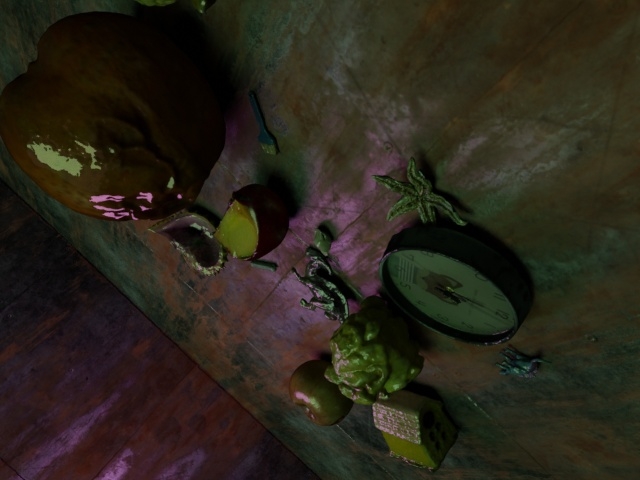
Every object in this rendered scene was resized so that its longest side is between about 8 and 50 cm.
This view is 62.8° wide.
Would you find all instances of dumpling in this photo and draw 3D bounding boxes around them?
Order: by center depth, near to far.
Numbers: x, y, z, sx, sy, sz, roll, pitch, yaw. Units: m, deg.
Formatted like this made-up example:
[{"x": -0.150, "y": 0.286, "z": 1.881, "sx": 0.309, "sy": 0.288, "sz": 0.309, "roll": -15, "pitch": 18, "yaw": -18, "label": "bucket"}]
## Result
[{"x": 0.001, "y": -0.001, "z": 1.362, "sx": 0.059, "sy": 0.043, "sz": 0.077, "roll": 32, "pitch": 168, "yaw": 50, "label": "dumpling"}]

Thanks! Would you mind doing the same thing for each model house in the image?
[{"x": 0.272, "y": 0.554, "z": 1.602, "sx": 0.194, "sy": 0.174, "sz": 0.234, "roll": 1, "pitch": 133, "yaw": 49, "label": "model house"}]

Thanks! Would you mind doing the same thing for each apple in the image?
[{"x": 0.006, "y": 0.538, "z": 1.873, "sx": 0.261, "sy": 0.194, "sz": 0.260, "roll": 32, "pitch": 149, "yaw": 22, "label": "apple"}]

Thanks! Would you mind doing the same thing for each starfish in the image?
[{"x": 0.184, "y": -0.071, "z": 1.043, "sx": 0.208, "sy": 0.053, "sz": 0.176, "roll": 46, "pitch": 141, "yaw": -16, "label": "starfish"}]

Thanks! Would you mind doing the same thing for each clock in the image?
[{"x": 0.273, "y": 0.102, "z": 1.115, "sx": 0.325, "sy": 0.067, "sz": 0.325, "roll": 28, "pitch": 151, "yaw": 17, "label": "clock"}]

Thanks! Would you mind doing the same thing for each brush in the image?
[{"x": -0.137, "y": -0.269, "z": 1.214, "sx": 0.051, "sy": 0.014, "sz": 0.164, "roll": 17, "pitch": 140, "yaw": 35, "label": "brush"}]

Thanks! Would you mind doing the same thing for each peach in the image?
[{"x": -0.158, "y": -0.051, "z": 1.373, "sx": 0.158, "sy": 0.154, "sz": 0.267, "roll": 48, "pitch": 141, "yaw": 10, "label": "peach"}]

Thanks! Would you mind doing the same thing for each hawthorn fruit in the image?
[{"x": -0.438, "y": -0.253, "z": 1.171, "sx": 0.472, "sy": 0.472, "sz": 0.471, "roll": 30, "pitch": 147, "yaw": 22, "label": "hawthorn fruit"}]

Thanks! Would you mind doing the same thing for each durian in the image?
[{"x": -0.391, "y": -0.010, "z": 1.725, "sx": 0.187, "sy": 0.154, "sz": 0.260, "roll": -36, "pitch": 94, "yaw": 36, "label": "durian"}]

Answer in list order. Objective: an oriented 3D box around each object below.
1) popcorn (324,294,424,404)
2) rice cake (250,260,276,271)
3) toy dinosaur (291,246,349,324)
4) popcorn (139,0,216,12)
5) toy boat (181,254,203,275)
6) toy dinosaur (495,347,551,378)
[{"x": 0.130, "y": 0.289, "z": 1.383, "sx": 0.235, "sy": 0.242, "sz": 0.250, "roll": 6, "pitch": 131, "yaw": 49, "label": "popcorn"}, {"x": -0.185, "y": 0.082, "z": 1.697, "sx": 0.121, "sy": 0.021, "sz": 0.022, "roll": 9, "pitch": 140, "yaw": 47, "label": "rice cake"}, {"x": 0.006, "y": 0.154, "z": 1.509, "sx": 0.162, "sy": 0.077, "sz": 0.294, "roll": -5, "pitch": 124, "yaw": 51, "label": "toy dinosaur"}, {"x": -0.259, "y": -0.514, "z": 0.856, "sx": 0.258, "sy": 0.224, "sz": 0.270, "roll": 14, "pitch": 133, "yaw": 29, "label": "popcorn"}, {"x": -0.489, "y": 0.077, "z": 2.019, "sx": 0.049, "sy": 0.047, "sz": 0.149, "roll": -3, "pitch": 131, "yaw": 34, "label": "toy boat"}, {"x": 0.449, "y": 0.282, "z": 1.191, "sx": 0.080, "sy": 0.045, "sz": 0.197, "roll": 28, "pitch": 156, "yaw": 0, "label": "toy dinosaur"}]
